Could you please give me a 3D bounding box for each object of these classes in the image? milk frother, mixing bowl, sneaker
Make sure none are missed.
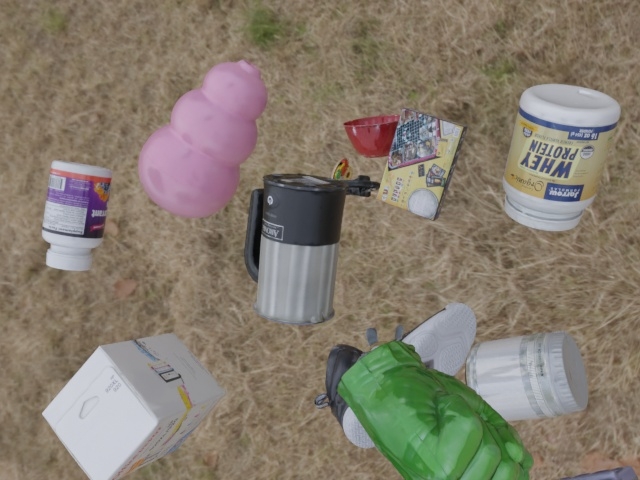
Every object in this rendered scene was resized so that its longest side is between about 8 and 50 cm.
[{"bbox_3d":[0.000,0.000,0.638,0.129,0.143,0.134,-143,56,-64],"label":"milk frother"},{"bbox_3d":[0.155,-0.284,1.704,0.182,0.181,0.098,3,110,29],"label":"mixing bowl"},{"bbox_3d":[0.105,0.178,0.939,0.269,0.101,0.153,-41,29,-19],"label":"sneaker"}]

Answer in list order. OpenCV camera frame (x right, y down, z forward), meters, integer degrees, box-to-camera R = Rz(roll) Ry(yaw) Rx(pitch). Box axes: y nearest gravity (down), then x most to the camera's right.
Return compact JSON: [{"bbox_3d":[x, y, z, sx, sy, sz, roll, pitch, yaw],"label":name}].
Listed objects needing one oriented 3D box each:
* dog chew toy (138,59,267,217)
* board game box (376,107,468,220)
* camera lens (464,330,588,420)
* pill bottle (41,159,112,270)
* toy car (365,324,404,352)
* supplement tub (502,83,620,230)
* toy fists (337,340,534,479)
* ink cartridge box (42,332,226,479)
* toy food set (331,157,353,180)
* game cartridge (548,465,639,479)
[{"bbox_3d":[-0.223,-0.209,1.245,0.206,0.207,0.331,43,109,25],"label":"dog chew toy"},{"bbox_3d":[0.250,-0.191,1.550,0.165,0.042,0.243,23,111,22],"label":"board game box"},{"bbox_3d":[0.544,0.367,1.661,0.274,0.219,0.219,-17,77,34],"label":"camera lens"},{"bbox_3d":[-0.455,-0.046,1.153,0.108,0.108,0.193,14,96,29],"label":"pill bottle"},{"bbox_3d":[0.139,0.280,1.472,0.155,0.149,0.188,-7,46,29],"label":"toy car"},{"bbox_3d":[0.583,-0.205,1.537,0.228,0.228,0.316,22,126,29],"label":"supplement tub"},{"bbox_3d":[0.122,0.182,0.568,0.096,0.279,0.142,-40,59,1],"label":"toy fists"},{"bbox_3d":[-0.323,0.291,1.105,0.168,0.233,0.171,44,102,15],"label":"ink cartridge box"},{"bbox_3d":[0.051,-0.161,1.513,0.020,0.083,0.082,24,63,23],"label":"toy food set"},{"bbox_3d":[0.315,0.433,0.958,0.230,0.355,0.068,-29,71,44],"label":"game cartridge"}]
